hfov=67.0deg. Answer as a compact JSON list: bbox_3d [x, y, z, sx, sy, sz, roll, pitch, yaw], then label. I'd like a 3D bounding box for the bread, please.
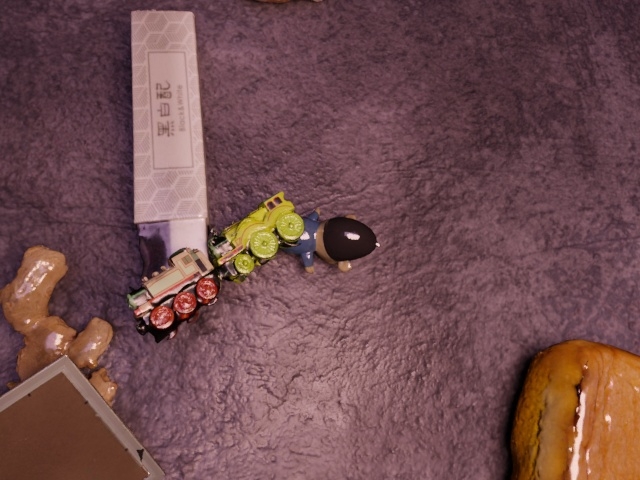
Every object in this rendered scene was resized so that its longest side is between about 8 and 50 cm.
[{"bbox_3d":[0.424,0.331,0.669,0.328,0.148,0.337,18,72,-9],"label":"bread"}]

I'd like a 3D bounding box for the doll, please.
[{"bbox_3d":[0.000,0.000,0.714,0.179,0.089,0.102,3,74,16],"label":"doll"}]

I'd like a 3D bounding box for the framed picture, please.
[{"bbox_3d":[-0.361,0.295,0.574,0.273,0.016,0.216,-34,107,-16],"label":"framed picture"}]

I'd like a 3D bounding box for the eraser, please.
[{"bbox_3d":[-0.217,-0.131,0.699,0.098,0.096,0.404,-4,77,-11],"label":"eraser"}]

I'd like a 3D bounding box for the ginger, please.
[{"bbox_3d":[-0.339,0.136,0.629,0.149,0.065,0.259,3,80,-15],"label":"ginger"}]

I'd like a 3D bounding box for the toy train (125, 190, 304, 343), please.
[{"bbox_3d":[-0.127,0.029,0.608,0.249,0.053,0.085,-37,87,-27],"label":"toy train"}]

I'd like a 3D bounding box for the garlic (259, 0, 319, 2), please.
[{"bbox_3d":[-0.052,-0.447,0.797,0.174,0.124,0.099,-20,96,13],"label":"garlic"}]
